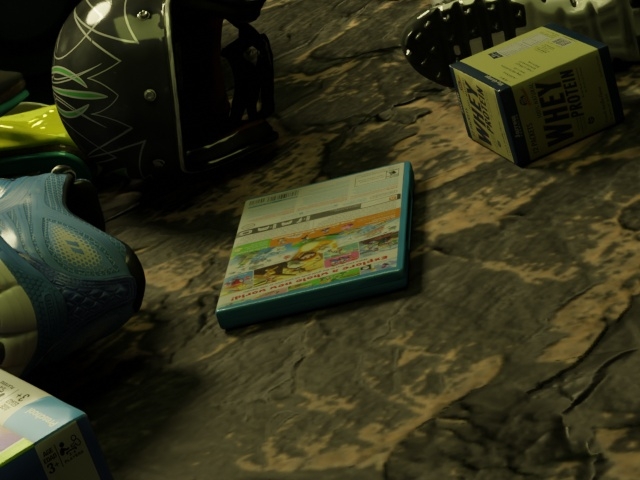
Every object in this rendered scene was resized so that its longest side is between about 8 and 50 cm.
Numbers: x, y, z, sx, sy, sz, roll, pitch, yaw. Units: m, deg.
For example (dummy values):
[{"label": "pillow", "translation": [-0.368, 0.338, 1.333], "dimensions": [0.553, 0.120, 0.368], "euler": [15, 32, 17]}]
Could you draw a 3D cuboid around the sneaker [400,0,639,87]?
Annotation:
[{"label": "sneaker", "translation": [0.177, -0.164, 1.279], "dimensions": [0.234, 0.078, 0.106], "euler": [-9, 22, 11]}]

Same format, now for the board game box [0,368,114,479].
[{"label": "board game box", "translation": [-0.290, 0.140, 0.938], "dimensions": [0.233, 0.078, 0.347], "euler": [-31, 27, -28]}]

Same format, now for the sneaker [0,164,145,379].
[{"label": "sneaker", "translation": [-0.220, 0.019, 1.136], "dimensions": [0.147, 0.130, 0.330], "euler": [-13, 19, -32]}]

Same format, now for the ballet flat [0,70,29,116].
[{"label": "ballet flat", "translation": [-0.353, -0.062, 1.300], "dimensions": [0.280, 0.096, 0.095], "euler": [-38, 8, 2]}]

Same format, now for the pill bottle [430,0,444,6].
[{"label": "pill bottle", "translation": [0.185, -0.244, 1.390], "dimensions": [0.208, 0.119, 0.119], "euler": [-18, 23, -2]}]

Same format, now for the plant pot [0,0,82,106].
[{"label": "plant pot", "translation": [-0.262, -0.235, 1.543], "dimensions": [0.271, 0.272, 0.255], "euler": [-24, 10, -12]}]

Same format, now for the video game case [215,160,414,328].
[{"label": "video game case", "translation": [0.000, 0.000, 1.117], "dimensions": [0.119, 0.015, 0.166], "euler": [-13, 24, 11]}]

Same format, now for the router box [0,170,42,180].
[{"label": "router box", "translation": [-0.274, -0.011, 1.309], "dimensions": [0.122, 0.038, 0.092], "euler": [-5, 26, 28]}]

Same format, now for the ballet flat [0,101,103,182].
[{"label": "ballet flat", "translation": [-0.275, -0.072, 1.388], "dimensions": [0.231, 0.077, 0.077], "euler": [-6, 56, 16]}]

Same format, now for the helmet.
[{"label": "helmet", "translation": [-0.120, -0.121, 1.289], "dimensions": [0.161, 0.169, 0.169], "euler": [-14, 18, -34]}]

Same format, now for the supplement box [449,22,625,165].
[{"label": "supplement box", "translation": [0.146, -0.101, 1.179], "dimensions": [0.083, 0.056, 0.083], "euler": [-24, 24, -12]}]
